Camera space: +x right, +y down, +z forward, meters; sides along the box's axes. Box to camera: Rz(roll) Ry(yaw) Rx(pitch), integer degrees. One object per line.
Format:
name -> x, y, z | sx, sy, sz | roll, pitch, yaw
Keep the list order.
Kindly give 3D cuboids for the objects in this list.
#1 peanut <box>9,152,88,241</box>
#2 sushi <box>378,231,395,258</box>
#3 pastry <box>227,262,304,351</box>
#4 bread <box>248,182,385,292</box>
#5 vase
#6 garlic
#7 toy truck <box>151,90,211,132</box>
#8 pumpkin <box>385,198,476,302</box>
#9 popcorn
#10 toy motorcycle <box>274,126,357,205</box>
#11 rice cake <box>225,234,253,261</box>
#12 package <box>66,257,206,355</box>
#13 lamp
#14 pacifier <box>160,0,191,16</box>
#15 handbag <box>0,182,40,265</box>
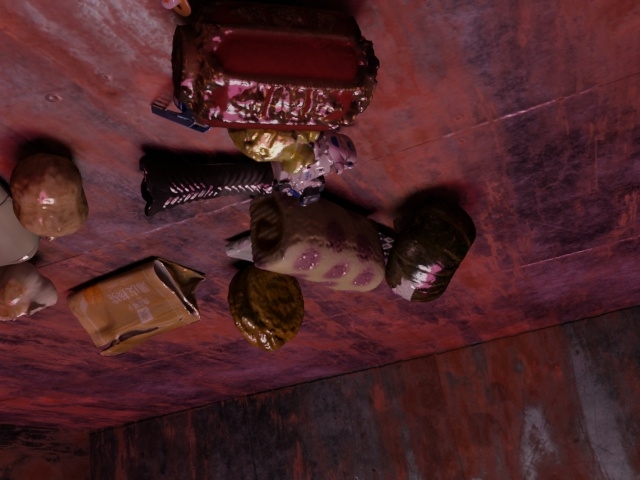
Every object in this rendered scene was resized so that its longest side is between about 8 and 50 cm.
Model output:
peanut -> -0.482, -0.076, 1.221 | 0.129, 0.129, 0.224 | -4, 155, -12
sushi -> 0.130, 0.006, 1.792 | 0.139, 0.031, 0.201 | -23, 151, 31
pastry -> -0.148, 0.178, 1.833 | 0.132, 0.235, 0.240 | -21, 135, 34
bread -> 0.000, 0.000, 1.523 | 0.155, 0.187, 0.338 | -21, 154, 36
vase -> -0.211, -0.110, 1.289 | 0.238, 0.115, 0.115 | -7, 158, -19
garlic -> -0.748, 0.112, 1.529 | 0.281, 0.184, 0.203 | -25, -172, -14
toy truck -> -0.211, -0.218, 1.081 | 0.063, 0.074, 0.136 | 18, -174, -46
pumpkin -> 0.247, 0.012, 1.627 | 0.189, 0.260, 0.260 | 31, 158, 9
popcorn -> -0.082, -0.182, 1.117 | 0.136, 0.162, 0.141 | -33, -150, -28
toy motorcycle -> -0.013, -0.140, 1.287 | 0.150, 0.102, 0.221 | -14, 165, -13
rice cake -> -0.121, 0.028, 1.725 | 0.127, 0.043, 0.237 | -23, 154, 29
package -> -0.475, 0.184, 1.806 | 0.311, 0.165, 0.221 | -20, 156, 23
lamp -> -0.061, -0.234, 0.939 | 0.274, 0.177, 0.177 | -1, 156, -18
pacifier -> -0.176, -0.323, 0.856 | 0.064, 0.068, 0.083 | -38, 156, -18
handbag -> -0.680, -0.064, 1.272 | 0.241, 0.109, 0.315 | -12, 145, 4
